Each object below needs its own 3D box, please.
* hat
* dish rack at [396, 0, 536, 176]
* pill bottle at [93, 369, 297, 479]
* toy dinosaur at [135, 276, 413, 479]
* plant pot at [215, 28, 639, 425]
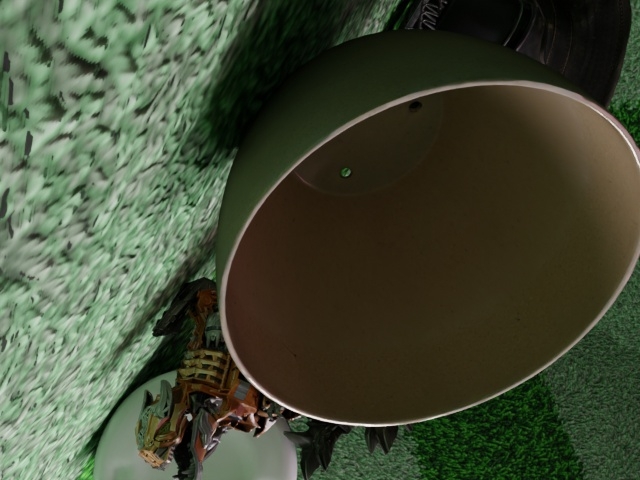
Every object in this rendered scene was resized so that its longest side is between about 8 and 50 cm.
[{"bbox_3d":[0.165,-0.193,0.955,0.134,0.331,0.331,-1,138,-37],"label":"hat"},{"bbox_3d":[0.105,-0.179,0.817,0.208,0.074,0.271,-56,-169,33],"label":"dish rack"},{"bbox_3d":[-0.130,0.254,1.028,0.204,0.204,0.361,-54,177,-10],"label":"pill bottle"},{"bbox_3d":[-0.025,0.094,0.800,0.322,0.218,0.164,-49,-172,-18],"label":"toy dinosaur"},{"bbox_3d":[0.055,-0.034,0.625,0.284,0.284,0.191,-57,-147,28],"label":"plant pot"}]
